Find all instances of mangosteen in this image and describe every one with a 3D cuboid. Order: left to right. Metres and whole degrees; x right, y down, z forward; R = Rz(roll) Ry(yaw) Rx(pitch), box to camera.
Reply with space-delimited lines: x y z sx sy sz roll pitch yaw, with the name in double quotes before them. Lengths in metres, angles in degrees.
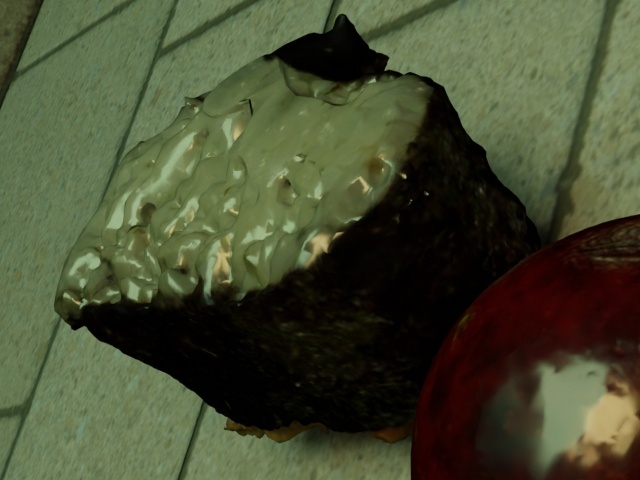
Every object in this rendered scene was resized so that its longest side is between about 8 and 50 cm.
"mangosteen" 0.139 0.087 0.679 0.215 0.215 0.257 -60 10 7

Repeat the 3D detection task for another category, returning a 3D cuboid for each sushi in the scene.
"sushi" 0.000 0.000 1.032 0.348 0.207 0.234 -1 53 56
